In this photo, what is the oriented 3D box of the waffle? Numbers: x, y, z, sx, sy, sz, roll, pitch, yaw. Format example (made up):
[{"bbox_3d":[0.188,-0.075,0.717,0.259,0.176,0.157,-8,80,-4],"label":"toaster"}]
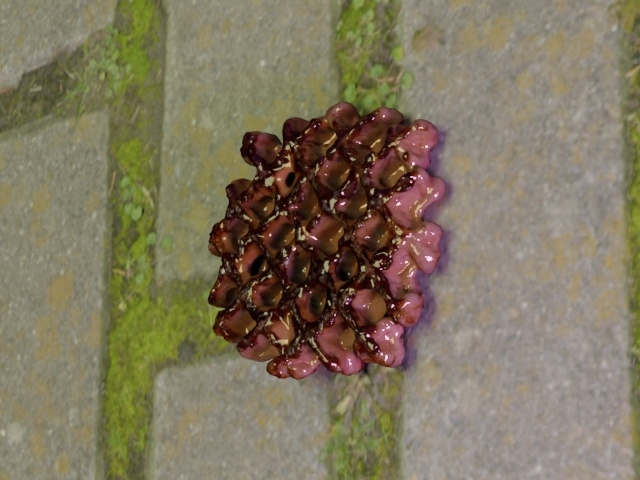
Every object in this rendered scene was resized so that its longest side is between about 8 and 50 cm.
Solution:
[{"bbox_3d":[0.000,0.000,1.520,0.234,0.055,0.221,-2,76,41],"label":"waffle"}]
